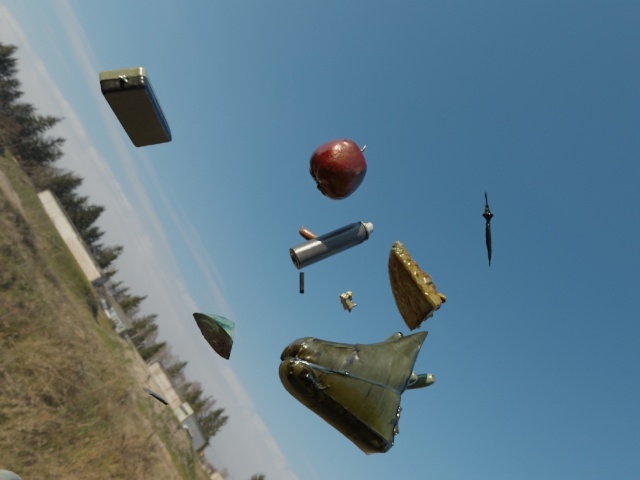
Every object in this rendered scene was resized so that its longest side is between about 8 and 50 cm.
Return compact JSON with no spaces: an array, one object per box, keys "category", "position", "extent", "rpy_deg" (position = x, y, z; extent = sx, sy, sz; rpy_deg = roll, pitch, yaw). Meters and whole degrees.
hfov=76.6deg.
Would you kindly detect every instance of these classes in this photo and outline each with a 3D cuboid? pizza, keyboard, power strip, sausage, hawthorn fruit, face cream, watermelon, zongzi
[{"category":"pizza","position":[0.306,0.166,1.431],"extent":[0.268,0.087,0.258],"rpy_deg":[56,-26,21]},{"category":"keyboard","position":[-0.490,0.458,1.198],"extent":[0.063,0.010,0.198],"rpy_deg":[40,-28,-14]},{"category":"power strip","position":[-0.459,-0.332,1.023],"extent":[0.257,0.105,0.070],"rpy_deg":[112,-37,-72]},{"category":"sausage","position":[0.000,0.000,1.505],"extent":[0.176,0.047,0.040],"rpy_deg":[24,-12,7]},{"category":"hawthorn fruit","position":[0.067,-0.229,1.245],"extent":[0.179,0.200,0.179],"rpy_deg":[50,-16,19]},{"category":"face cream","position":[0.042,0.007,1.261],"extent":[0.073,0.283,0.073],"rpy_deg":[52,-25,37]},{"category":"watermelon","position":[-0.278,0.244,1.091],"extent":[0.180,0.094,0.081],"rpy_deg":[40,10,36]},{"category":"zongzi","position":[0.098,0.287,1.023],"extent":[0.323,0.360,0.160],"rpy_deg":[41,-30,-5]}]

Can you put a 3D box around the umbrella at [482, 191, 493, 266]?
[{"category":"umbrella","position":[0.333,-0.023,0.803],"extent":[0.022,0.022,0.149],"rpy_deg":[-2,-86,28]}]

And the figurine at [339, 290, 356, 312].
[{"category":"figurine","position":[0.103,0.221,1.499],"extent":[0.047,0.050,0.083],"rpy_deg":[17,-45,47]}]

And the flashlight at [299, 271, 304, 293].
[{"category":"flashlight","position":[-0.072,0.164,1.566],"extent":[0.018,0.018,0.083],"rpy_deg":[-151,-120,-73]}]

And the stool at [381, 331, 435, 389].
[{"category":"stool","position":[0.269,0.454,1.447],"extent":[0.198,0.195,0.195],"rpy_deg":[-31,-126,27]}]

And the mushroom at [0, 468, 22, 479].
[{"category":"mushroom","position":[-0.559,0.524,0.698],"extent":[0.243,0.243,0.244],"rpy_deg":[38,-34,32]}]
